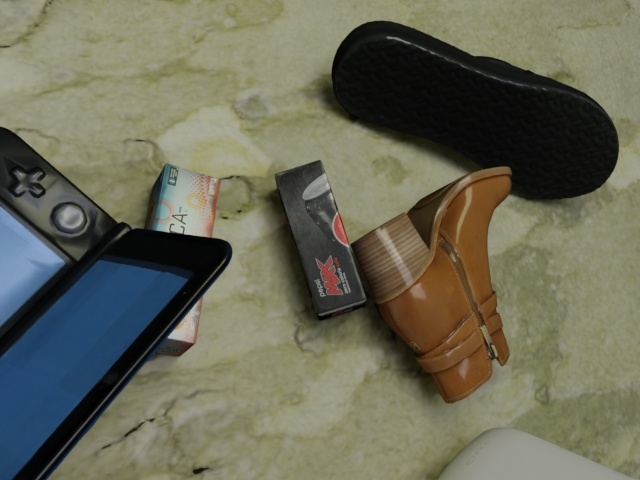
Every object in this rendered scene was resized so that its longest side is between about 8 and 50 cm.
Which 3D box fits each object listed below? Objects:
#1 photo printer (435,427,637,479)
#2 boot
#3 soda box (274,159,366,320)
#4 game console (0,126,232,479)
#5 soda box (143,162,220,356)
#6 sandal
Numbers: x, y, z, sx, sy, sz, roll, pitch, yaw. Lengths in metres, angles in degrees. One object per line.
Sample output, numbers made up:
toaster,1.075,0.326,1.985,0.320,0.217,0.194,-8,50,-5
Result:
photo printer,0.239,0.328,0.662,0.307,0.107,0.256,20,41,25
boot,0.185,0.042,0.840,0.283,0.109,0.220,-31,90,-41
soda box,0.000,0.000,0.772,0.060,0.053,0.169,-18,77,-2
game console,-0.263,0.045,0.534,0.250,0.173,0.293,42,58,-8
soda box,-0.148,0.019,0.689,0.062,0.058,0.183,16,61,-22
sandal,0.226,-0.189,0.937,0.445,0.167,0.107,21,43,-21
